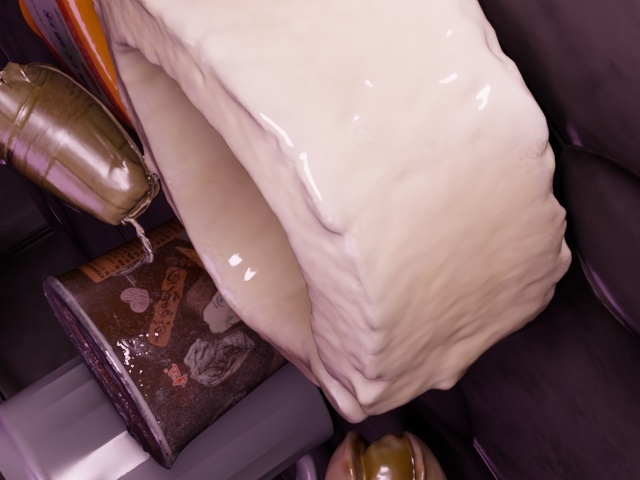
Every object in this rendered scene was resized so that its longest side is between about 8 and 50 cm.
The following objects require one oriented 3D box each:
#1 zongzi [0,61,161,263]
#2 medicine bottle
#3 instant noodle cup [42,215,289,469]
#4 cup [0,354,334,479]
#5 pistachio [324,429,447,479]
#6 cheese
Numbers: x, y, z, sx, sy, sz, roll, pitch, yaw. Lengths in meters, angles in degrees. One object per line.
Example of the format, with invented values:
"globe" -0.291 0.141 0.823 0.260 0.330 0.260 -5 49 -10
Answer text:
"zongzi" -0.180 -0.077 1.284 0.189 0.081 0.178 35 -165 -1
"medicine bottle" -0.165 -0.186 1.285 0.222 0.112 0.149 32 153 59
"instant noodle cup" -0.120 0.072 1.503 0.217 0.207 0.217 51 165 20
"cup" -0.164 0.243 1.775 0.323 0.327 0.237 62 165 -25
"pistachio" 0.061 0.253 1.454 0.144 0.144 0.215 46 152 38
"cheese" 0.004 -0.045 0.942 0.292 0.153 0.332 47 164 37
